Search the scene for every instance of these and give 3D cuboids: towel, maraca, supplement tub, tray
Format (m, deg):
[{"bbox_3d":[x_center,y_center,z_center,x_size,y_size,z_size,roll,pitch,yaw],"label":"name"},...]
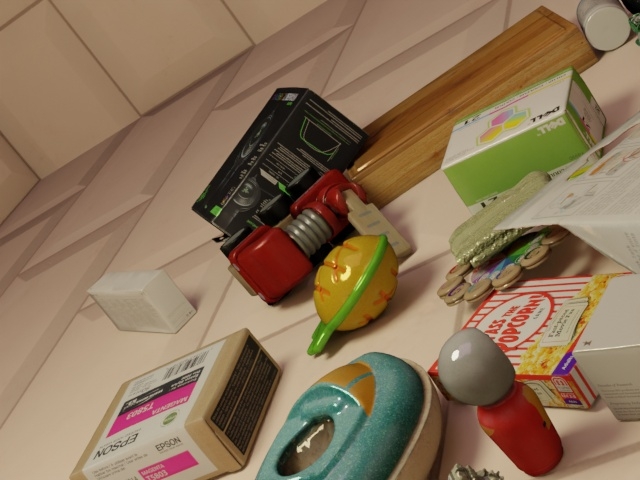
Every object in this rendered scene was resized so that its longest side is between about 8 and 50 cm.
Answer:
[{"bbox_3d":[0.214,-0.026,1.286,0.148,0.027,0.110,-35,15,7],"label":"towel"},{"bbox_3d":[0.035,0.070,1.419,0.185,0.099,0.127,-56,2,24],"label":"maraca"},{"bbox_3d":[0.433,-0.339,1.693,0.071,0.071,0.107,-30,21,18],"label":"supplement tub"},{"bbox_3d":[0.224,-0.219,1.776,0.411,0.076,0.203,-35,19,8],"label":"tray"}]

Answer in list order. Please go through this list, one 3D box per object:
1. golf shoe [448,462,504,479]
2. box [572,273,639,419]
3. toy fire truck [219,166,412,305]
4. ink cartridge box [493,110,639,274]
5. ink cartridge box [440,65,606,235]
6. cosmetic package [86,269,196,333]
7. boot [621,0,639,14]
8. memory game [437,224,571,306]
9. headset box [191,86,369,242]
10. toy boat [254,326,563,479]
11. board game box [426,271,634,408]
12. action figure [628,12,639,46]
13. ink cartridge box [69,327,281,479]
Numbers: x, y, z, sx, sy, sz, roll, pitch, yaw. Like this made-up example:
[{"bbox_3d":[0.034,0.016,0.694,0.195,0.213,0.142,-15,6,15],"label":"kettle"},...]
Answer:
[{"bbox_3d":[0.138,0.262,0.881,0.176,0.069,0.086,-110,41,-62],"label":"golf shoe"},{"bbox_3d":[0.291,0.088,0.943,0.102,0.087,0.101,-14,30,48],"label":"box"},{"bbox_3d":[0.000,0.000,1.594,0.217,0.158,0.246,-43,10,-18],"label":"toy fire truck"},{"bbox_3d":[0.394,-0.067,1.094,0.308,0.091,0.385,-37,13,-19],"label":"ink cartridge box"},{"bbox_3d":[0.253,-0.094,1.407,0.189,0.097,0.255,-25,23,30],"label":"ink cartridge box"},{"bbox_3d":[-0.314,0.105,1.921,0.060,0.099,0.239,-47,23,-26],"label":"cosmetic package"},{"bbox_3d":[0.524,-0.380,1.671,0.099,0.045,0.121,-40,27,-2],"label":"boot"},{"bbox_3d":[0.210,0.014,1.252,0.186,0.012,0.186,-35,11,8],"label":"memory game"},{"bbox_3d":[-0.080,-0.103,1.836,0.283,0.131,0.246,-54,16,-1],"label":"headset box"},{"bbox_3d":[0.064,0.177,1.038,0.318,0.148,0.267,-23,24,36],"label":"toy boat"},{"bbox_3d":[0.219,0.099,1.102,0.147,0.045,0.193,-47,21,-30],"label":"board game box"},{"bbox_3d":[0.503,-0.306,1.524,0.137,0.063,0.232,-45,17,-12],"label":"action figure"},{"bbox_3d":[-0.184,0.235,1.423,0.235,0.088,0.193,-26,21,26],"label":"ink cartridge box"}]
